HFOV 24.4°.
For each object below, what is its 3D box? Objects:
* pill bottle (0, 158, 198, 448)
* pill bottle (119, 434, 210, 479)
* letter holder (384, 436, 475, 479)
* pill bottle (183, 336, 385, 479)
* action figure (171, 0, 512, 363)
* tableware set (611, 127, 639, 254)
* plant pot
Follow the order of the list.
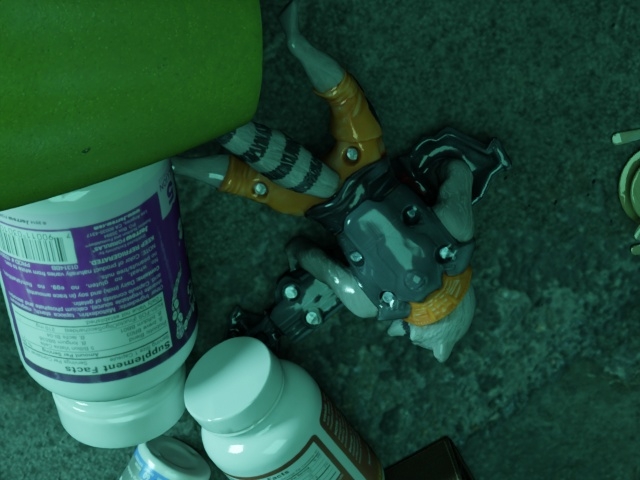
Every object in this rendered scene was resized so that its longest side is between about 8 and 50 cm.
[{"bbox_3d":[-0.198,0.034,1.313,0.169,0.169,0.302,-7,126,-2],"label":"pill bottle"},{"bbox_3d":[-0.172,0.267,1.457,0.078,0.078,0.137,26,104,-12],"label":"pill bottle"},{"bbox_3d":[0.043,0.361,1.431,0.301,0.214,0.152,-29,107,5],"label":"letter holder"},{"bbox_3d":[-0.035,0.188,1.384,0.121,0.121,0.216,-31,130,6],"label":"pill bottle"},{"bbox_3d":[0.000,0.000,1.334,0.330,0.178,0.341,41,103,-13],"label":"action figure"},{"bbox_3d":[0.383,-0.062,1.412,0.194,0.039,0.128,-14,108,1],"label":"tableware set"},{"bbox_3d":[-0.200,-0.149,1.111,0.293,0.275,0.275,-5,108,-15],"label":"plant pot"}]
